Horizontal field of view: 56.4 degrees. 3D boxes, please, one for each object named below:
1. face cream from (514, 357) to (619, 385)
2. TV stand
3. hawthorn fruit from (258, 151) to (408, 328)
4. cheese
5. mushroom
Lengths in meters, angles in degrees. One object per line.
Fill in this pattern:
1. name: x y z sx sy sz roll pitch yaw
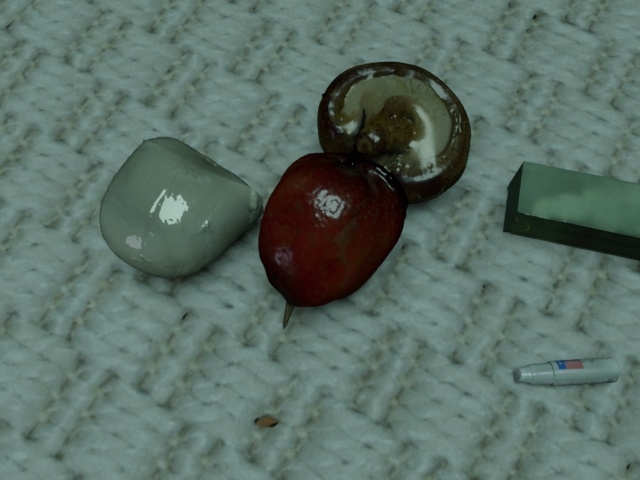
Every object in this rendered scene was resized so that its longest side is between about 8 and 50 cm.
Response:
1. face cream: 0.326 0.177 0.796 0.130 0.034 0.034 -4 69 0
2. TV stand: 0.408 -0.036 0.854 0.269 0.083 0.088 13 71 5
3. hawthorn fruit: 0.000 0.000 0.805 0.189 0.189 0.251 31 94 12
4. cheese: -0.202 -0.041 0.823 0.198 0.154 0.189 31 77 11
5. mushroom: 0.107 -0.156 0.885 0.231 0.138 0.194 38 60 3
